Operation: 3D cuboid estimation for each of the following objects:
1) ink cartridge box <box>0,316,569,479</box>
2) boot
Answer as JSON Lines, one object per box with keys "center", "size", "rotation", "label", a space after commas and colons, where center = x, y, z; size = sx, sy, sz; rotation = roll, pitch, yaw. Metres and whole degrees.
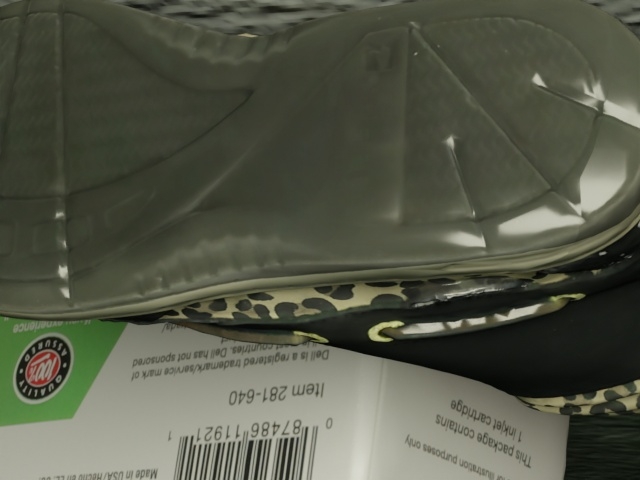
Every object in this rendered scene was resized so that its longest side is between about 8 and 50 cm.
{"center": [-0.034, 0.147, 0.680], "size": [0.201, 0.278, 0.117], "rotation": [-10, 154, 40], "label": "ink cartridge box"}
{"center": [0.001, 0.002, 0.552], "size": [0.236, 0.085, 0.178], "rotation": [-1, 162, 26], "label": "boot"}
